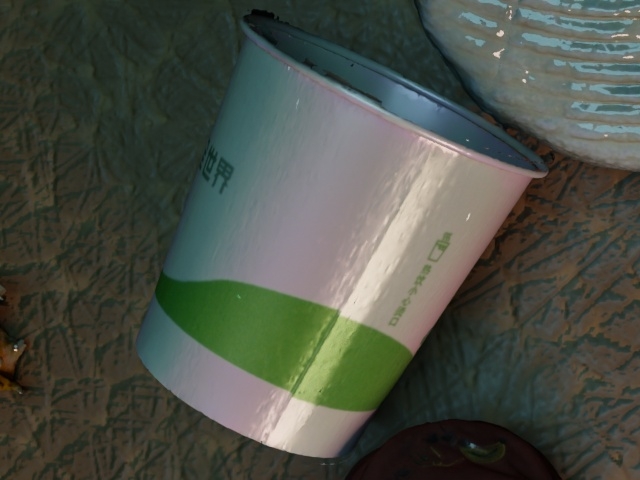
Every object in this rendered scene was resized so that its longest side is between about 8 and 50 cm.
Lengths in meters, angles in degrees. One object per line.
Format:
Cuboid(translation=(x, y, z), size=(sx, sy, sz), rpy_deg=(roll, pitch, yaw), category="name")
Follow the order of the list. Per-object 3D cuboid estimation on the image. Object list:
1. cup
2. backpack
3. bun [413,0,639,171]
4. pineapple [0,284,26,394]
Cuboid(translation=(0.000, 0.000, 1.221), size=(0.253, 0.253, 0.274), rpy_deg=(31, 102, 17), category="cup")
Cuboid(translation=(0.106, 0.236, 1.208), size=(0.229, 0.139, 0.229), rpy_deg=(4, 70, -11), category="backpack")
Cuboid(translation=(0.229, -0.219, 1.142), size=(0.354, 0.194, 0.354), rpy_deg=(7, 124, 11), category="bun")
Cuboid(translation=(-0.364, 0.069, 1.402), size=(0.236, 0.114, 0.186), rpy_deg=(41, 99, 25), category="pineapple")
